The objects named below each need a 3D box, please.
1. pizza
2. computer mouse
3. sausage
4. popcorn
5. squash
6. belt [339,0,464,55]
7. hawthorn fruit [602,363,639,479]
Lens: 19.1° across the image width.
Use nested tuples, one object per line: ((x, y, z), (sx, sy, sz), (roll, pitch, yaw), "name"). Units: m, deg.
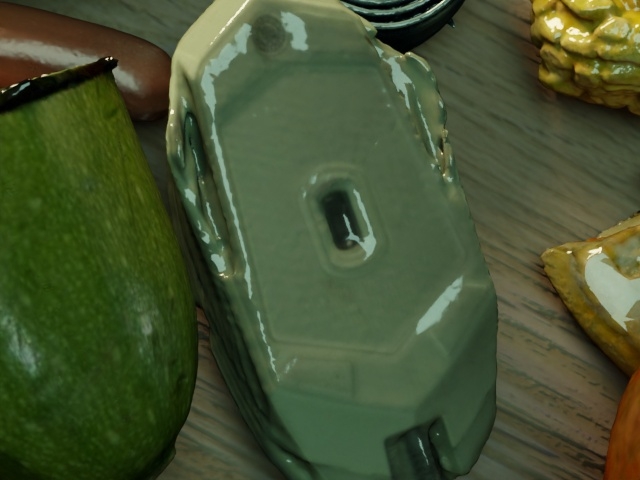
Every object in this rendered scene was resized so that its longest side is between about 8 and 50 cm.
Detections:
((0.344, 0.006, 1.607), (0.297, 0.071, 0.189), (-29, 83, -16), "pizza")
((0.000, 0.003, 1.512), (0.228, 0.145, 0.429), (-20, 93, -22), "computer mouse")
((-0.206, -0.145, 1.542), (0.194, 0.077, 0.077), (15, 74, -8), "sausage")
((0.278, -0.171, 1.608), (0.194, 0.140, 0.163), (-18, 72, -24), "popcorn")
((-0.238, 0.059, 1.404), (0.310, 0.310, 0.309), (-22, 95, -15), "squash")
((0.024, -0.284, 1.594), (0.206, 0.116, 0.267), (-32, 81, -11), "belt")
((0.374, 0.238, 1.414), (0.403, 0.403, 0.403), (2, 76, -10), "hawthorn fruit")
